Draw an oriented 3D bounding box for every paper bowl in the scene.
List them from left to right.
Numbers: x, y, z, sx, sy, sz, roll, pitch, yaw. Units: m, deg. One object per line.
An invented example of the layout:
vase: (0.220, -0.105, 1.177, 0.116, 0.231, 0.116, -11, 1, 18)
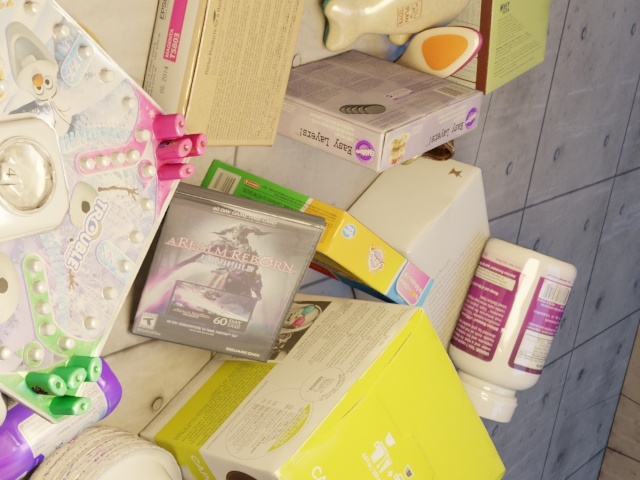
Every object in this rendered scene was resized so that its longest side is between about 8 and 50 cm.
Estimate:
paper bowl: (-0.286, 0.408, 1.482, 0.284, 0.148, 0.284, -42, 141, -46)

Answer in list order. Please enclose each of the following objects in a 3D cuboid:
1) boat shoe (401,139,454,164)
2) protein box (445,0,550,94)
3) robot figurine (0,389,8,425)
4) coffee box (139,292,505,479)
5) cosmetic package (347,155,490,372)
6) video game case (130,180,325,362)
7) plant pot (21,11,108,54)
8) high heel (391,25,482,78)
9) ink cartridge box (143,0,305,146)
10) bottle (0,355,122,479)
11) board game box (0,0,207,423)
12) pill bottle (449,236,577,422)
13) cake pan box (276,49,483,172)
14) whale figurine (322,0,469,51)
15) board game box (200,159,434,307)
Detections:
boat shoe: (0.140, -0.174, 1.787, 0.257, 0.095, 0.095, 0, 71, -45)
protein box: (0.288, -0.390, 1.879, 0.200, 0.136, 0.201, -33, 134, -41)
robot figurine: (-0.444, 0.166, 1.128, 0.278, 0.174, 0.209, -37, 100, -39)
coffee box: (0.010, 0.318, 1.626, 0.338, 0.334, 0.337, -45, 119, -31)
cosmetic package: (0.193, 0.080, 1.992, 0.230, 0.161, 0.453, -47, 142, -29)
video game case: (-0.127, 0.050, 1.436, 0.026, 0.196, 0.274, -88, -164, -46)
plant pot: (-0.330, -0.143, 1.233, 0.236, 0.032, 0.236, -31, 131, -43)
high heel: (0.180, -0.278, 1.719, 0.117, 0.244, 0.082, -15, 81, -45)
ink cartridge box: (-0.125, -0.242, 1.416, 0.193, 0.088, 0.234, -5, 114, -52)
bottle: (-0.373, 0.240, 1.316, 0.283, 0.118, 0.092, -36, 91, -40)
board game box: (-0.305, -0.066, 1.126, 0.390, 0.050, 0.390, 46, 53, -40)
pill bottle: (0.327, 0.159, 1.927, 0.169, 0.169, 0.301, 14, 97, -57)
cake pan box: (0.068, -0.197, 1.578, 0.267, 0.246, 0.070, -28, 134, -46)
whale figurine: (0.108, -0.390, 1.653, 0.272, 0.141, 0.216, -28, 151, -14)
board game box: (0.000, 0.000, 1.597, 0.316, 0.242, 0.064, 35, 80, -56)
